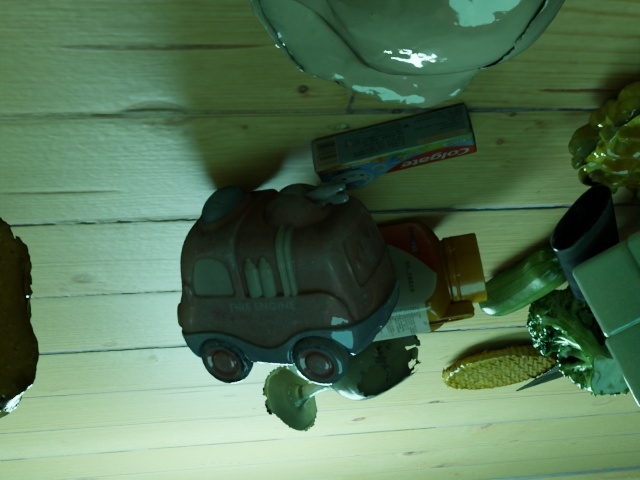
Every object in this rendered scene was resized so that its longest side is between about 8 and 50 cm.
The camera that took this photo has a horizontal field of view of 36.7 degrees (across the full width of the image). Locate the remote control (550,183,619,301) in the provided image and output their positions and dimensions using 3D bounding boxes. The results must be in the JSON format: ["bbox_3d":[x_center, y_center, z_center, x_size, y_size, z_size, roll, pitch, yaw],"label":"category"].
[{"bbox_3d":[0.391,0.013,1.399,0.107,0.044,0.377,-55,156,0],"label":"remote control"}]

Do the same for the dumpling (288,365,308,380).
[{"bbox_3d":[-0.033,0.163,1.653,0.105,0.149,0.217,-40,135,0],"label":"dumpling"}]

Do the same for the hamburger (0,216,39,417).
[{"bbox_3d":[-0.481,0.088,1.131,0.284,0.305,0.174,10,152,-32],"label":"hamburger"}]

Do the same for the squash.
[{"bbox_3d":[0.338,0.066,1.574,0.077,0.068,0.219,21,145,-19],"label":"squash"}]

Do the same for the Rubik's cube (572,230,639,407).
[{"bbox_3d":[0.581,0.106,1.312,0.322,0.316,0.318,-33,163,22],"label":"Rubik's cube"}]

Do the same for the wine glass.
[{"bbox_3d":[0.040,0.247,1.801,0.143,0.143,0.321,16,143,-39],"label":"wine glass"}]

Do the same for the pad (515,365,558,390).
[{"bbox_3d":[0.618,0.284,2.117,0.323,0.055,0.250,7,151,-19],"label":"pad"}]

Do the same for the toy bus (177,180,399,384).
[{"bbox_3d":[-0.052,0.036,1.233,0.294,0.197,0.232,-2,120,27],"label":"toy bus"}]

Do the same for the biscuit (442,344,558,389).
[{"bbox_3d":[0.379,0.268,2.043,0.254,0.035,0.254,-7,156,-3],"label":"biscuit"}]

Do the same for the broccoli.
[{"bbox_3d":[0.488,0.165,1.652,0.261,0.241,0.269,-4,114,8],"label":"broccoli"}]

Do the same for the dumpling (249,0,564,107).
[{"bbox_3d":[0.073,-0.236,0.764,0.260,0.181,0.341,8,174,-10],"label":"dumpling"}]

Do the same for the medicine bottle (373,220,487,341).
[{"bbox_3d":[0.124,0.057,1.404,0.222,0.149,0.112,-10,154,6],"label":"medicine bottle"}]

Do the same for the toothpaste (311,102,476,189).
[{"bbox_3d":[0.091,-0.110,1.173,0.193,0.044,0.070,-12,156,11],"label":"toothpaste"}]

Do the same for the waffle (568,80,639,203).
[{"bbox_3d":[0.460,-0.136,1.191,0.329,0.062,0.329,-5,155,-2],"label":"waffle"}]
